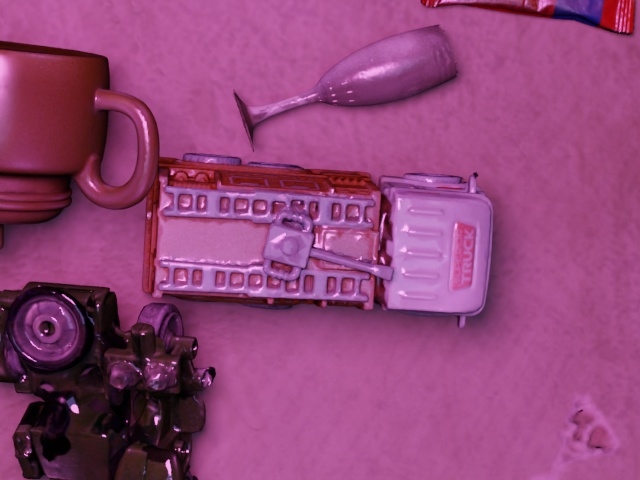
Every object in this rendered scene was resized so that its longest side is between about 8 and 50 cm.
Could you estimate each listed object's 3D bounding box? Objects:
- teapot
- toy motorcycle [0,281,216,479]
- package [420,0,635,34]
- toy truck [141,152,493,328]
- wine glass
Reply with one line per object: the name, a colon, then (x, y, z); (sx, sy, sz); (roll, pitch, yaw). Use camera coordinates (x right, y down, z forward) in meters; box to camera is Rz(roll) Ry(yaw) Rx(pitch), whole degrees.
teapot: (-0.261, -0.078, 1.354); (0.267, 0.185, 0.175); (9, 101, 15)
toy motorcycle: (-0.196, 0.153, 1.402); (0.205, 0.127, 0.275); (4, 114, 12)
package: (0.192, -0.239, 1.462); (0.200, 0.022, 0.083); (7, 95, -7)
toy truck: (0.000, 0.000, 1.398); (0.305, 0.162, 0.136); (4, 95, -5)
wine glass: (0.023, -0.138, 1.437); (0.198, 0.066, 0.066); (-18, 97, -3)
